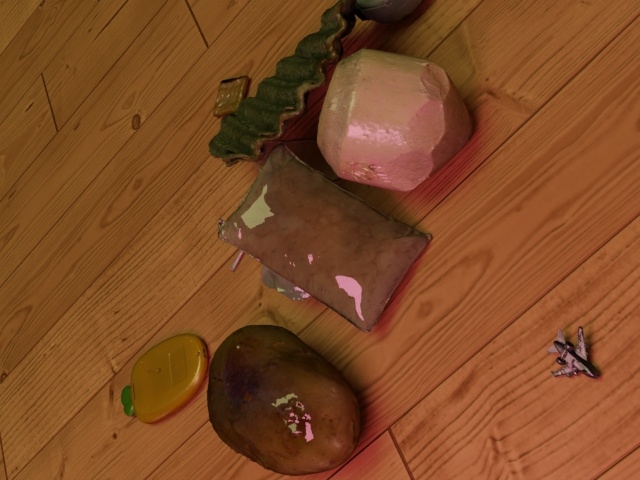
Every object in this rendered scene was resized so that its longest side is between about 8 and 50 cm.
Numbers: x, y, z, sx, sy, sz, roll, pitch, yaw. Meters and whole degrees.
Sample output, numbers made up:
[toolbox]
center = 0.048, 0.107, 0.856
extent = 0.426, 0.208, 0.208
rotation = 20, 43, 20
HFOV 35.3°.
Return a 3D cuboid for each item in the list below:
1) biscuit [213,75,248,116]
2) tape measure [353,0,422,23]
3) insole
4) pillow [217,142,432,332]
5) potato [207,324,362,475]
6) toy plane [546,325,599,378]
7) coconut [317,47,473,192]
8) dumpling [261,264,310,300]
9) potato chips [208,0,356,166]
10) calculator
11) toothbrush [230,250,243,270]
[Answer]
[biscuit]
center = -0.179, -0.288, 2.012
extent = 0.083, 0.018, 0.081
rotation = -3, 70, 44
[tape measure]
center = 0.186, -0.478, 1.696
extent = 0.330, 0.084, 0.164
rotation = -22, 60, 37
[insole]
center = -0.040, -0.147, 1.819
extent = 0.248, 0.011, 0.081
rotation = 11, 80, 47
[pillow]
center = -0.001, -0.010, 1.573
extent = 0.302, 0.075, 0.185
rotation = 32, 86, 11
[potato]
center = -0.062, 0.249, 1.543
extent = 0.307, 0.173, 0.210
rotation = 22, 86, 50
[toy plane]
center = 0.330, 0.154, 1.309
extent = 0.083, 0.031, 0.078
rotation = 48, 122, 47
[coconut]
center = 0.117, -0.183, 1.543
extent = 0.234, 0.224, 0.224
rotation = 18, 83, 4
[dumpling]
center = -0.006, 0.000, 1.670
extent = 0.105, 0.149, 0.216
rotation = 137, 155, -78
[potato chips]
center = -0.060, -0.274, 1.728
extent = 0.358, 0.070, 0.429
rotation = -53, 15, -2
[calculator]
center = -0.294, 0.258, 1.866
extent = 0.235, 0.032, 0.146
rotation = -33, 51, 27
[toothbrush]
center = -0.130, 0.001, 1.839
extent = 0.131, 0.013, 0.011
rotation = -59, 38, 10
